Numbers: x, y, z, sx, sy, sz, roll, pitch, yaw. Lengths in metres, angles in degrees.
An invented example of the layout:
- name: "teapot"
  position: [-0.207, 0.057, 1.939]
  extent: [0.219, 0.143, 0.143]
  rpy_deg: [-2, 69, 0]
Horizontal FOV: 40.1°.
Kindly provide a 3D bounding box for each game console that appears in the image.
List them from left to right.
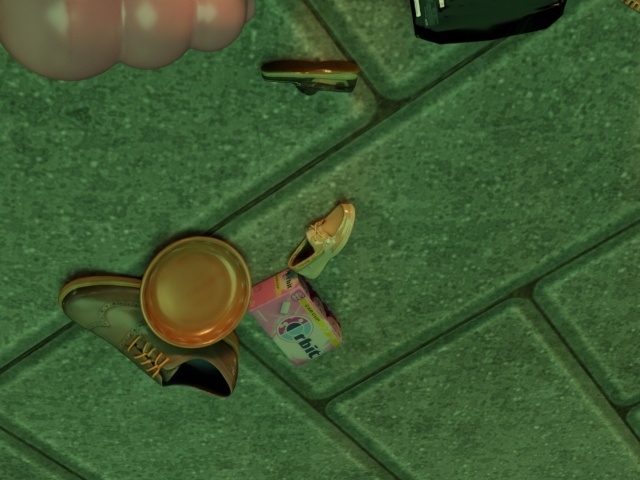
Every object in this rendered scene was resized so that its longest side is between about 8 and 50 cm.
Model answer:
- name: "game console"
  position: [0.209, -0.445, 1.158]
  extent: [0.213, 0.044, 0.362]
  rpy_deg: [-8, 113, 6]

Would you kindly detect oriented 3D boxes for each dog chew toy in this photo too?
- name: "dog chew toy"
  position: [-0.251, -0.315, 1.154]
  extent: [0.331, 0.207, 0.207]
  rpy_deg: [-4, 129, -16]

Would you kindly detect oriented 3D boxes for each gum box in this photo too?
- name: "gum box"
  position: [-0.043, 0.146, 1.632]
  extent: [0.107, 0.062, 0.188]
  rpy_deg: [-27, 127, 12]

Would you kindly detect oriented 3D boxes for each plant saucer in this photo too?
- name: "plant saucer"
  position: [-0.219, 0.088, 1.529]
  extent: [0.199, 0.037, 0.200]
  rpy_deg: [-6, 104, -24]

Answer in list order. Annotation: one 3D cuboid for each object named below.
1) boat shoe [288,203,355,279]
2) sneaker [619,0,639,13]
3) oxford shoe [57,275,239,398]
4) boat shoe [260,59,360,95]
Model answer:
- name: "boat shoe"
  position: [0.000, 0.000, 1.524]
  extent: [0.059, 0.063, 0.170]
  rpy_deg: [16, 124, -28]
- name: "sneaker"
  position: [0.390, -0.429, 1.245]
  extent: [0.282, 0.153, 0.099]
  rpy_deg: [41, 119, 0]
- name: "oxford shoe"
  position: [-0.296, 0.175, 1.566]
  extent: [0.363, 0.133, 0.130]
  rpy_deg: [25, 120, -26]
- name: "boat shoe"
  position: [-0.016, -0.244, 1.334]
  extent: [0.152, 0.056, 0.049]
  rpy_deg: [0, 123, -10]
